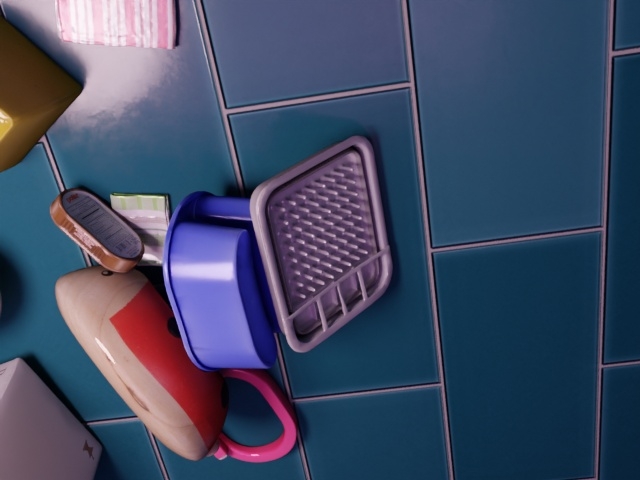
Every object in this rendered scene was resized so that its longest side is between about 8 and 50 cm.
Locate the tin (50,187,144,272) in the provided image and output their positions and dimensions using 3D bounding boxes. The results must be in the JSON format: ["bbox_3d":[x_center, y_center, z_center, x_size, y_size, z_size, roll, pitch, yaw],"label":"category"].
[{"bbox_3d":[-0.404,-0.021,1.297,0.190,0.106,0.040,42,113,-4],"label":"tin"}]

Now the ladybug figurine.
[{"bbox_3d":[-0.317,0.223,1.353,0.162,0.305,0.449,-37,106,-13],"label":"ladybug figurine"}]

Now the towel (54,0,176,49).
[{"bbox_3d":[-0.334,-0.391,1.157,0.197,0.029,0.144,4,118,-4],"label":"towel"}]

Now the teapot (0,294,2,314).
[{"bbox_3d":[-0.742,0.097,1.345,0.256,0.187,0.252,-42,137,-3],"label":"teapot"}]

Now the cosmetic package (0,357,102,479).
[{"bbox_3d":[-0.732,0.511,1.461,0.394,0.329,0.327,-20,122,11],"label":"cosmetic package"}]

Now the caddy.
[{"bbox_3d":[-0.169,0.076,1.274,0.179,0.241,0.341,1,119,22],"label":"caddy"}]

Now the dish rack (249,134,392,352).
[{"bbox_3d":[0.000,0.000,1.261,0.072,0.285,0.332,18,129,43],"label":"dish rack"}]

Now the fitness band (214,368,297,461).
[{"bbox_3d":[-0.174,0.379,1.551,0.209,0.054,0.291,-25,116,13],"label":"fitness band"}]

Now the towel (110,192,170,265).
[{"bbox_3d":[-0.340,-0.018,1.358,0.113,0.023,0.152,0,118,0],"label":"towel"}]

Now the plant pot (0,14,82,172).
[{"bbox_3d":[-0.562,-0.225,1.158,0.212,0.187,0.212,-41,110,20],"label":"plant pot"}]
